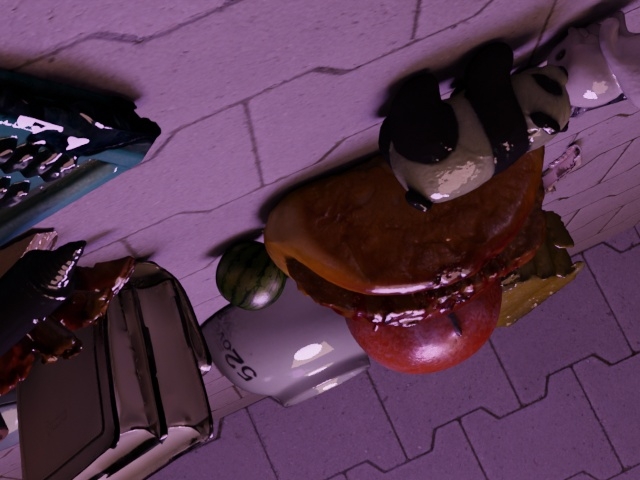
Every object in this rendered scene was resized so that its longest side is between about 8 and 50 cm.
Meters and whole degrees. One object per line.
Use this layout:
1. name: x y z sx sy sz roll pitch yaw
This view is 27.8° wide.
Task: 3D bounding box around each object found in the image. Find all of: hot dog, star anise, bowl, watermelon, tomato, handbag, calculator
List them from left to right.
1. calculator: -0.285 -0.050 1.049 0.248 0.058 0.274 -29 167 16
2. star anise: -0.321 0.100 1.469 0.288 0.088 0.288 -31 -168 7
3. handbag: -0.287 0.203 1.732 0.160 0.237 0.358 -3 159 -33
4. watermelon: -0.093 0.045 1.796 0.109 0.109 0.109 -24 169 -5
5. bowl: -0.026 0.179 2.313 0.354 0.185 0.354 -24 169 -5
6. tomato: 0.162 0.093 2.125 0.265 0.265 0.265 -24 169 -5
7. hot dog: 0.138 -0.010 1.728 0.405 0.223 0.185 -23 171 -11

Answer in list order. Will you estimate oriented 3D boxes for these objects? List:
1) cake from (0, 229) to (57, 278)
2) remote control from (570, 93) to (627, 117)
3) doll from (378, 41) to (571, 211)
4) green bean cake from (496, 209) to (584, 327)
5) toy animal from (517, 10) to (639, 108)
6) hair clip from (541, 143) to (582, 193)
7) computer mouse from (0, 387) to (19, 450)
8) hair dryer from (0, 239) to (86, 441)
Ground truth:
1. cake: -0.333 0.026 1.363 0.121 0.065 0.052 -51 164 8
2. remote control: 0.404 -0.226 1.756 0.266 0.066 0.090 -18 154 -14
3. doll: 0.177 -0.134 1.481 0.234 0.135 0.143 -28 171 -9
4. green bean cake: 0.277 0.036 2.357 0.285 0.202 0.310 0 154 -38
5. toy animal: 0.295 -0.207 1.557 0.220 0.131 0.104 -3 -146 26
6. hair clip: 0.429 -0.126 2.300 0.072 0.034 0.226 -24 168 -23
7. computer mouse: -0.513 0.278 1.949 0.288 0.097 0.159 -21 170 -23
8. hair dryer: -0.323 0.071 1.225 0.352 0.189 0.107 -39 165 36
